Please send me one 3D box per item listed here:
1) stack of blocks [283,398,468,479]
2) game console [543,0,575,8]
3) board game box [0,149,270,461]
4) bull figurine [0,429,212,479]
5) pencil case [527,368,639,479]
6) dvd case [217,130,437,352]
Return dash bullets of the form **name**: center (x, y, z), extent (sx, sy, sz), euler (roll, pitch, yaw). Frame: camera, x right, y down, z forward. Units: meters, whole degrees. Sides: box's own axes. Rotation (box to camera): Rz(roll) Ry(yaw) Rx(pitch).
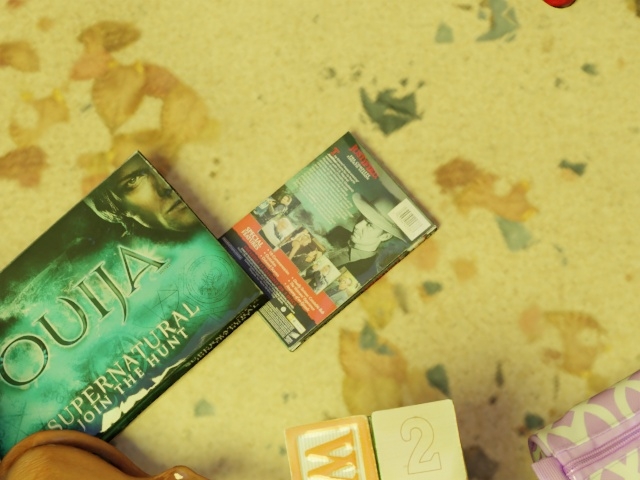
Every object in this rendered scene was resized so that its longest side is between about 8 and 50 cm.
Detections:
- **stack of blocks**: center (0.056, 0.248, 0.831), extent (0.087, 0.171, 0.297), euler (-10, 73, 3)
- **game console**: center (0.149, -0.242, 1.052), extent (0.144, 0.085, 0.124), euler (38, 50, 15)
- **board game box**: center (-0.141, 0.050, 0.982), extent (0.186, 0.026, 0.126), euler (-42, 74, -2)
- **bull figurine**: center (-0.130, 0.262, 0.886), extent (0.188, 0.101, 0.310), euler (6, 80, 1)
- **pencil case**: center (0.217, 0.097, 0.902), extent (0.206, 0.088, 0.086), euler (-32, 70, -3)
- **dvd case**: center (0.000, 0.000, 0.995), extent (0.119, 0.013, 0.087), euler (-41, 73, -5)
